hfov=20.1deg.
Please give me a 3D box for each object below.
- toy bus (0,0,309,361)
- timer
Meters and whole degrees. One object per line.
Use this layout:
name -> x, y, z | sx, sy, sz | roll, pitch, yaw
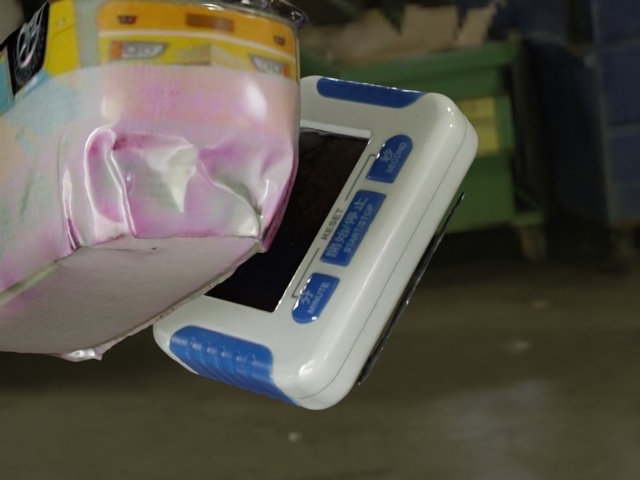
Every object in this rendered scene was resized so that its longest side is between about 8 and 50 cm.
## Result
toy bus -> -0.138, -0.031, 1.136 | 0.171, 0.162, 0.386 | 0, -15, -27
timer -> 0.000, 0.000, 1.352 | 0.178, 0.078, 0.253 | 14, 68, 43
